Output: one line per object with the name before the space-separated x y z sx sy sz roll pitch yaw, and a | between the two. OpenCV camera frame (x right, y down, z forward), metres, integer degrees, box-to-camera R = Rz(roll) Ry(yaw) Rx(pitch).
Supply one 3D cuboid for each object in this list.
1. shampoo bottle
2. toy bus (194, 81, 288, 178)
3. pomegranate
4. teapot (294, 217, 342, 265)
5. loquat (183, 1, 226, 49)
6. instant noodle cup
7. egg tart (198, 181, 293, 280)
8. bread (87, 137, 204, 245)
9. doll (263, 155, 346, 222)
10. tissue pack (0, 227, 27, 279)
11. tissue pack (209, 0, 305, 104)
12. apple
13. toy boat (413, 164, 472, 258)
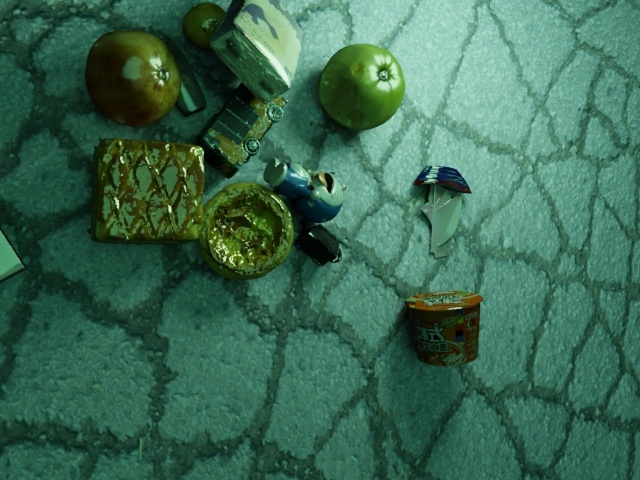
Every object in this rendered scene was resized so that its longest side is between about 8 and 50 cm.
shampoo bottle | -0.414 -0.481 1.878 0.087 0.049 0.234 -28 97 -25
toy bus | -0.237 -0.333 1.897 0.167 0.138 0.275 36 71 -15
pomegranate | -0.518 -0.441 1.740 0.229 0.270 0.252 -52 140 -44
teapot | 0.000 0.000 2.006 0.177 0.087 0.096 41 49 -15
loquat | -0.331 -0.624 1.883 0.141 0.141 0.141 2 85 -23
instant noodle cup | 0.400 0.281 2.078 0.250 0.250 0.192 -8 99 -24
egg tart | -0.223 -0.027 1.882 0.290 0.115 0.290 1 86 -17
bread | -0.468 -0.123 1.741 0.279 0.207 0.279 5 83 -23
doll | -0.045 -0.163 1.942 0.257 0.215 0.161 30 105 -32
tissue pack | -0.856 -0.002 1.591 0.136 0.159 0.246 -32 99 -21
tissue pack | -0.170 -0.576 1.845 0.242 0.125 0.344 45 33 -30
apple | 0.135 -0.478 2.016 0.279 0.279 0.279 2 85 -23
toy boat | 0.434 -0.112 2.209 0.219 0.072 0.318 -20 97 -20
